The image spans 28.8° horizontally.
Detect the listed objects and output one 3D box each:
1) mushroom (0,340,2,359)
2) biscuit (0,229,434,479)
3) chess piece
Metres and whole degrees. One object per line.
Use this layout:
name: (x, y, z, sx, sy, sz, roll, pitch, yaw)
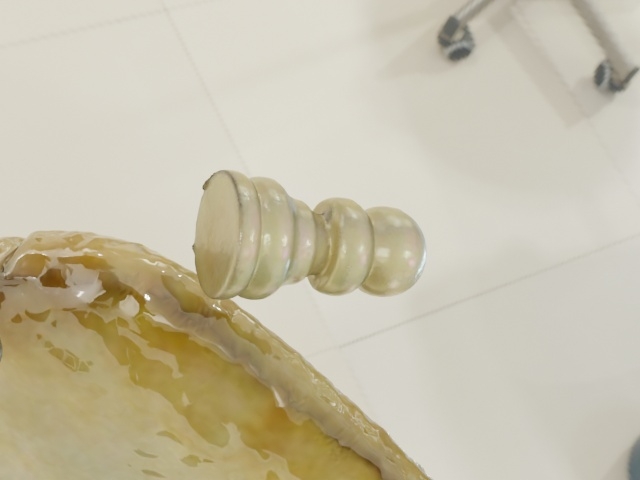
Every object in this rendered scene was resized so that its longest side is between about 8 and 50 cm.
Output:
mushroom: (-0.235, 0.032, 0.515, 0.130, 0.247, 0.344, -22, 74, 17)
biscuit: (-0.182, 0.181, 1.097, 0.446, 0.429, 0.104, 42, 38, -11)
chess piece: (0.000, 0.000, 0.921, 0.170, 0.094, 0.094, 3, 61, -24)
